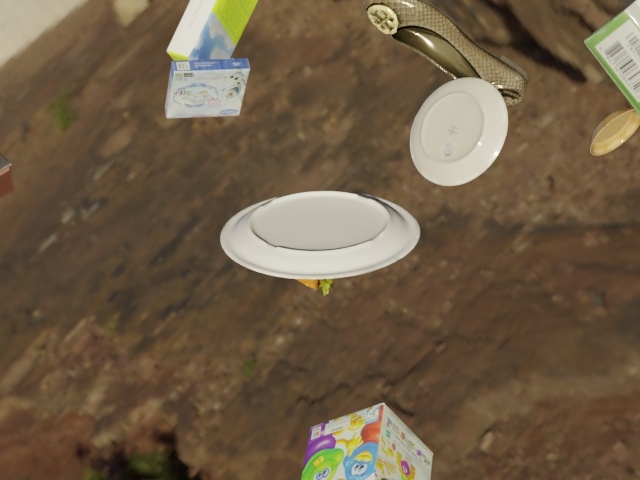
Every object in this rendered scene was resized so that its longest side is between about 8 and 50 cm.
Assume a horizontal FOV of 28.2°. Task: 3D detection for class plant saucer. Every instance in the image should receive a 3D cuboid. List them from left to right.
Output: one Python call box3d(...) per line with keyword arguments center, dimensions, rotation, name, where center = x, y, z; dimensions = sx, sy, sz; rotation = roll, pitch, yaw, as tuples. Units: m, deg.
box3d(center=(0.381, -0.145, 1.658), dimensions=(0.083, 0.083, 0.015), rotation=(-40, 63, 11), name="plant saucer")

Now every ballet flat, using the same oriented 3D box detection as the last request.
box3d(center=(0.159, -0.243, 1.643), dimensions=(0.058, 0.250, 0.084), rotation=(-64, 17, -16), name="ballet flat")

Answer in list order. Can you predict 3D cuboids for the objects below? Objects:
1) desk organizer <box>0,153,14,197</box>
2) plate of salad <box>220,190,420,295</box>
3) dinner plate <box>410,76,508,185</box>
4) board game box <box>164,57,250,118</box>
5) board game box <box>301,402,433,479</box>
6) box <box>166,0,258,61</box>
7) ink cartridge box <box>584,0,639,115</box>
box3d(center=(-0.430, -0.104, 1.554), dimensions=(0.047, 0.130, 0.050), rotation=(-36, -26, -26), name="desk organizer")
box3d(center=(0.000, 0.000, 1.277), dimensions=(0.200, 0.048, 0.200), rotation=(-3, 26, 1), name="plate of salad")
box3d(center=(0.166, -0.137, 1.577), dimensions=(0.141, 0.017, 0.141), rotation=(-12, 70, 36), name="dinner plate")
box3d(center=(-0.134, -0.179, 1.504), dimensions=(0.090, 0.090, 0.020), rotation=(110, 152, -55), name="board game box")
box3d(center=(0.059, 0.399, 1.841), dimensions=(0.142, 0.144, 0.275), rotation=(-23, 36, 29), name="board game box")
box3d(center=(-0.147, -0.288, 1.734), dimensions=(0.178, 0.042, 0.109), rotation=(-66, -20, -11), name="box")
box3d(center=(0.331, -0.186, 1.091), dimensions=(0.209, 0.109, 0.062), rotation=(-37, 0, -32), name="ink cartridge box")
